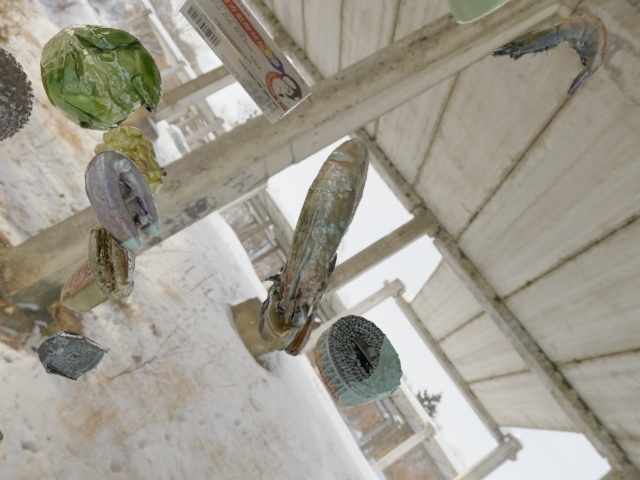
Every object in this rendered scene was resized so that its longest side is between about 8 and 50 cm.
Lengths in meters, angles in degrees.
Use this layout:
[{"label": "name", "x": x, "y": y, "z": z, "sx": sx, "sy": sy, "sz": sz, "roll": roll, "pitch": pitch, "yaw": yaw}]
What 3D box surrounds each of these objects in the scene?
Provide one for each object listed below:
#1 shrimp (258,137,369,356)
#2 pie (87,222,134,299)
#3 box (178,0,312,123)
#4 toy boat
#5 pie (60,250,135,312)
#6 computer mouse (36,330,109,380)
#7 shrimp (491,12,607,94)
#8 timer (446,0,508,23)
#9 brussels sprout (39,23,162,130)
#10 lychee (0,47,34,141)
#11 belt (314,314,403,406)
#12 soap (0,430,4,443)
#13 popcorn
[{"label": "shrimp", "x": 0.000, "y": 0.000, "z": 0.885, "sx": 0.110, "sy": 0.445, "sz": 0.221, "roll": 20, "pitch": -21, "yaw": 13}, {"label": "pie", "x": -0.496, "y": 0.046, "z": 1.113, "sx": 0.163, "sy": 0.079, "sz": 0.193, "roll": 127, "pitch": -50, "yaw": -81}, {"label": "box", "x": -0.185, "y": -0.498, "z": 1.231, "sx": 0.353, "sy": 0.069, "sz": 0.214, "roll": 51, "pitch": 35, "yaw": -14}, {"label": "toy boat", "x": -0.433, "y": -0.096, "z": 1.039, "sx": 0.155, "sy": 0.085, "sz": 0.227, "roll": -60, "pitch": 136, "yaw": -57}, {"label": "pie", "x": -0.812, "y": 0.121, "z": 1.684, "sx": 0.092, "sy": 0.315, "sz": 0.315, "roll": 54, "pitch": -6, "yaw": -36}, {"label": "computer mouse", "x": -0.696, "y": 0.313, "z": 1.286, "sx": 0.071, "sy": 0.126, "sz": 0.231, "roll": 38, "pitch": -13, "yaw": 27}, {"label": "shrimp", "x": 0.583, "y": -0.452, "z": 1.171, "sx": 0.051, "sy": 0.262, "sz": 0.198, "roll": -72, "pitch": 145, "yaw": -50}, {"label": "timer", "x": 0.320, "y": -0.674, "z": 0.951, "sx": 0.315, "sy": 0.291, "sz": 0.291, "roll": 42, "pitch": -4, "yaw": -19}, {"label": "brussels sprout", "x": -0.552, "y": -0.407, "z": 1.156, "sx": 0.294, "sy": 0.259, "sz": 0.227, "roll": 42, "pitch": -11, "yaw": -1}, {"label": "lychee", "x": -0.937, "y": -0.404, "z": 1.220, "sx": 0.300, "sy": 0.300, "sz": 0.300, "roll": 56, "pitch": -10, "yaw": 15}, {"label": "belt", "x": 0.108, "y": 0.348, "z": 1.328, "sx": 0.257, "sy": 0.207, "sz": 0.150, "roll": 54, "pitch": -33, "yaw": 13}, {"label": "soap", "x": -0.488, "y": 0.174, "z": 0.411, "sx": 0.199, "sy": 0.315, "sz": 0.091, "roll": 47, "pitch": -55, "yaw": 31}, {"label": "popcorn", "x": -0.709, "y": -0.285, "z": 1.714, "sx": 0.252, "sy": 0.215, "sz": 0.286, "roll": 2, "pitch": -62, "yaw": 56}]
